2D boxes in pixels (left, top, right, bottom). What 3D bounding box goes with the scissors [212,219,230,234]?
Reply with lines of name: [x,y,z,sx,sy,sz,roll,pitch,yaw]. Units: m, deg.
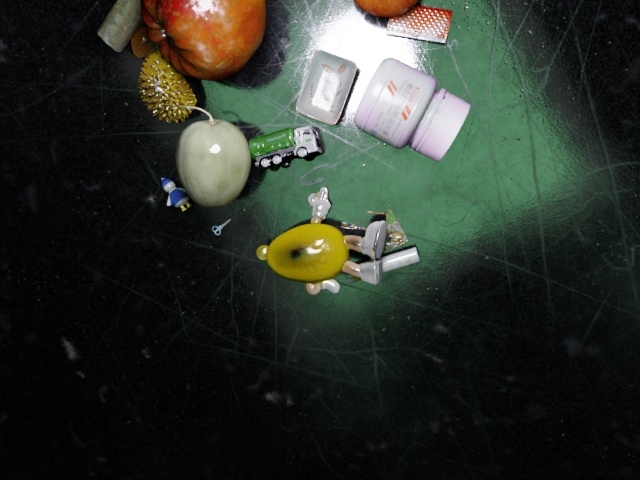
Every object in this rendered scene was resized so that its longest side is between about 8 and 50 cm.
scissors: [-0.359,-0.053,1.925,0.083,0.006,0.036,-35,97,14]

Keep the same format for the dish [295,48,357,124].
dish: [0.023,-0.502,1.736,0.151,0.077,0.212,22,104,6]

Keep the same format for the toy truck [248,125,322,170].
toy truck: [-0.122,-0.315,1.788,0.242,0.101,0.125,-12,88,14]

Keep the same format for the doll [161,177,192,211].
doll: [-0.526,-0.170,1.902,0.099,0.057,0.143,-41,93,-7]

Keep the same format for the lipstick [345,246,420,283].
lipstick: [0.216,0.087,1.837,0.264,0.059,0.059,-18,98,11]

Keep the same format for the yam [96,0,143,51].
yam: [-0.629,-0.746,1.732,0.106,0.106,0.259,44,105,-2]

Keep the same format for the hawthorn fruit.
hawthorn fruit: [-0.339,-0.709,1.614,0.402,0.403,0.403,2,102,9]

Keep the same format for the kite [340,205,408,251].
kite: [0.191,-0.036,1.842,0.244,0.006,0.198,16,104,5]

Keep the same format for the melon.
melon: [-0.357,-0.262,1.758,0.271,0.272,0.308,28,126,2]

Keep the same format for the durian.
durian: [-0.529,-0.503,1.777,0.183,0.138,0.250,-23,120,2]

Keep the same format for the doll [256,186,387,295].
doll: [0.027,0.024,1.796,0.423,0.161,0.348,32,89,17]

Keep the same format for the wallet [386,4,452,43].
wallet: [0.315,-0.694,1.677,0.196,0.020,0.103,12,98,8]

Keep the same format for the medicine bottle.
medicine bottle: [0.282,-0.398,1.631,0.302,0.241,0.241,27,104,2]

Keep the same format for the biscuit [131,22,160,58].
biscuit: [-0.552,-0.723,1.798,0.208,0.041,0.290,-3,102,11]

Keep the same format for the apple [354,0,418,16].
apple: [0.200,-0.782,1.598,0.235,0.173,0.210,30,89,18]
